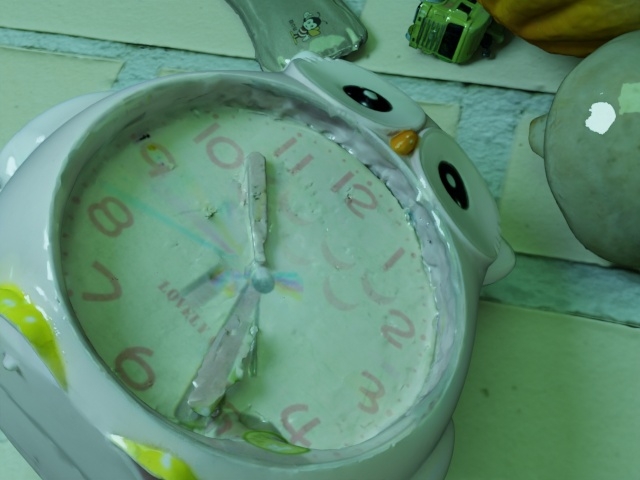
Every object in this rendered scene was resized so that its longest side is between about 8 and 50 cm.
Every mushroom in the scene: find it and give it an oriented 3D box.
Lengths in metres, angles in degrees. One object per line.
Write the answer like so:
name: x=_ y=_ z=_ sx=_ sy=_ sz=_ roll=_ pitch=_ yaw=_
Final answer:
mushroom: x=0.268 y=-0.082 z=0.718 sx=0.204 sy=0.204 sz=0.204 roll=-4 pitch=55 yaw=5

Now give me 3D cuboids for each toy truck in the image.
toy truck: x=0.171 y=-0.270 z=0.915 sx=0.100 sy=0.077 sz=0.169 roll=28 pitch=59 yaw=9

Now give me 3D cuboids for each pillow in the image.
pillow: x=-0.041 y=-0.279 z=0.970 sx=0.130 sy=0.038 sz=0.233 roll=-25 pitch=57 yaw=-3

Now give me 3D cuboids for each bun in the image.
bun: x=0.225 y=-0.277 z=0.795 sx=0.165 sy=0.299 sz=0.299 roll=-52 pitch=53 yaw=24

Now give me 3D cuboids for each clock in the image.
clock: x=-0.046 y=0.038 z=0.600 sx=0.368 sy=0.250 sz=0.376 roll=45 pitch=52 yaw=4
